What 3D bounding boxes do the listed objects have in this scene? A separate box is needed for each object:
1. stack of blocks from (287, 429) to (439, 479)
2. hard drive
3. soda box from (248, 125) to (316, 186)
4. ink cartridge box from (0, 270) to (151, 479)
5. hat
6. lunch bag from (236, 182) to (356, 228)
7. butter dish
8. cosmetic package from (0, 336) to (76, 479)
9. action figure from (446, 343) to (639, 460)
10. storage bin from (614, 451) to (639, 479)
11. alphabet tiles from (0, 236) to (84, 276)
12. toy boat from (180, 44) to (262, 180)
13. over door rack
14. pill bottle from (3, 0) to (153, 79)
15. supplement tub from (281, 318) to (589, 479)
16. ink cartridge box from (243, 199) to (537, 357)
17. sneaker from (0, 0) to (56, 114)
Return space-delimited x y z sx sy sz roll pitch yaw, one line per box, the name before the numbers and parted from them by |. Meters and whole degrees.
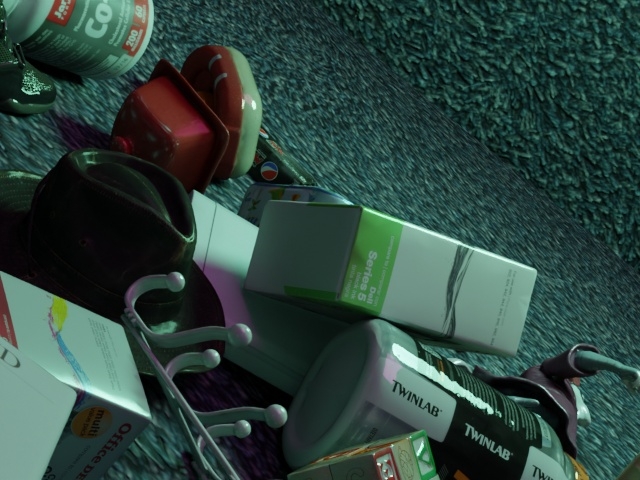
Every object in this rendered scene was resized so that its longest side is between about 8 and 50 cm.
stack of blocks | 0.081 0.326 1.346 0.171 0.087 0.297 -8 81 -67
hard drive | -0.028 0.098 1.829 0.353 0.047 0.233 32 30 -17
soda box | -0.087 -0.127 2.322 0.169 0.053 0.060 47 18 13
ink cartridge box | -0.254 0.123 1.262 0.176 0.128 0.127 28 23 -37
hat | -0.205 -0.009 1.587 0.331 0.134 0.331 30 23 -14
lunch bag | 0.000 0.000 2.004 0.176 0.090 0.219 34 -16 -36
butter dish | -0.217 -0.126 1.944 0.118 0.160 0.160 -17 58 -43
cosmetic package | -0.323 0.180 0.930 0.230 0.161 0.453 38 17 -12
action figure | 0.293 0.258 2.094 0.276 0.248 0.370 17 16 9
storage bin | 0.457 0.358 2.003 0.123 0.260 0.262 45 18 21
alphabet tiles | -0.305 -0.001 1.644 0.198 0.009 0.237 49 19 19
toy boat | -0.177 -0.192 2.198 0.151 0.151 0.231 4 31 -16
over door rack | -0.068 0.202 1.340 0.324 0.108 0.239 -117 -175 -50
pill bottle | -0.368 -0.320 2.004 0.283 0.161 0.161 14 32 -56
supplement tub | 0.132 0.239 1.677 0.316 0.193 0.193 32 20 -18
ink cartridge box | 0.082 0.046 1.764 0.273 0.114 0.198 19 -8 -33
sneaker | -0.390 -0.239 1.827 0.227 0.130 0.087 30 23 -38
